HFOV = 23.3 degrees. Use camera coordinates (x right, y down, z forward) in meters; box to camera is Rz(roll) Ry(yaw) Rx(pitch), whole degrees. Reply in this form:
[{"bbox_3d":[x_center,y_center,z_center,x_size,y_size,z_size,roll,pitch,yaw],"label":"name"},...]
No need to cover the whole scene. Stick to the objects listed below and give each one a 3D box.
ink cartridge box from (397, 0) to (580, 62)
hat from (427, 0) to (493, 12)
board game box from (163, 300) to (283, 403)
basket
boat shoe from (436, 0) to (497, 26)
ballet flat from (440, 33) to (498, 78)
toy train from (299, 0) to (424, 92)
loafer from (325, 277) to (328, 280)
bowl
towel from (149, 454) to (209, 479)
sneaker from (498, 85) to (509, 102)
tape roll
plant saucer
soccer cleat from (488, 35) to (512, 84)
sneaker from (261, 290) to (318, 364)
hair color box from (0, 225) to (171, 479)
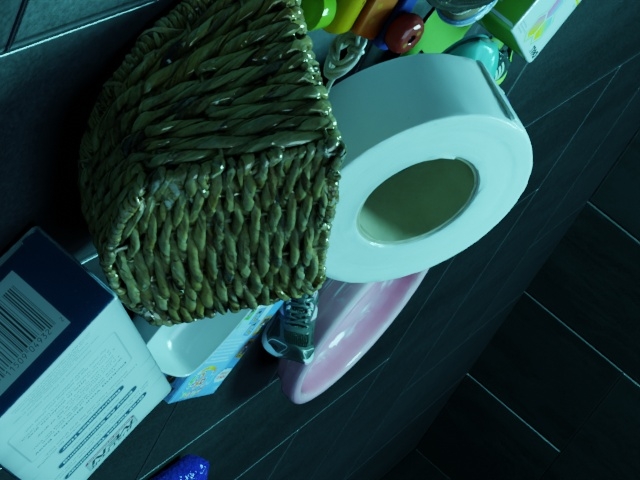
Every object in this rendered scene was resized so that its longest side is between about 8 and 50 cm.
[{"bbox_3d":[0.210,-0.261,1.884,0.255,0.097,0.189,-52,166,4],"label":"ink cartridge box"},{"bbox_3d":[0.214,-0.371,1.536,0.331,0.134,0.331,-29,168,-7],"label":"hat"},{"bbox_3d":[-0.113,0.110,1.968,0.211,0.039,0.160,-53,166,9],"label":"board game box"},{"bbox_3d":[-0.112,-0.084,1.363,0.213,0.223,0.299,-12,156,-10],"label":"basket"},{"bbox_3d":[0.186,-0.323,1.737,0.183,0.066,0.066,-56,163,-15],"label":"boat shoe"},{"bbox_3d":[0.150,-0.157,1.855,0.083,0.087,0.247,-2,162,-23],"label":"ballet flat"},{"bbox_3d":[0.019,-0.212,1.437,0.143,0.105,0.248,-14,143,-50],"label":"toy train"},{"bbox_3d":[0.000,0.000,1.983,0.078,0.080,0.220,-61,170,4],"label":"loafer"},{"bbox_3d":[-0.146,0.078,1.719,0.142,0.053,0.142,-49,154,1],"label":"bowl"},{"bbox_3d":[-0.289,0.455,2.250,0.308,0.076,0.228,-35,161,-45],"label":"towel"},{"bbox_3d":[0.203,-0.149,2.205,0.170,0.071,0.068,-53,166,14],"label":"sneaker"},{"bbox_3d":[0.092,-0.078,1.743,0.286,0.100,0.286,-17,146,-12],"label":"tape roll"},{"bbox_3d":[0.043,0.094,2.319,0.332,0.084,0.332,-47,166,-15],"label":"plant saucer"},{"bbox_3d":[0.215,-0.234,2.068,0.072,0.060,0.179,-65,168,19],"label":"soccer cleat"},{"bbox_3d":[-0.035,0.093,2.055,0.178,0.072,0.077,-97,-158,-61],"label":"sneaker"},{"bbox_3d":[-0.254,0.129,1.450,0.174,0.105,0.347,-47,165,-12],"label":"hair color box"}]
